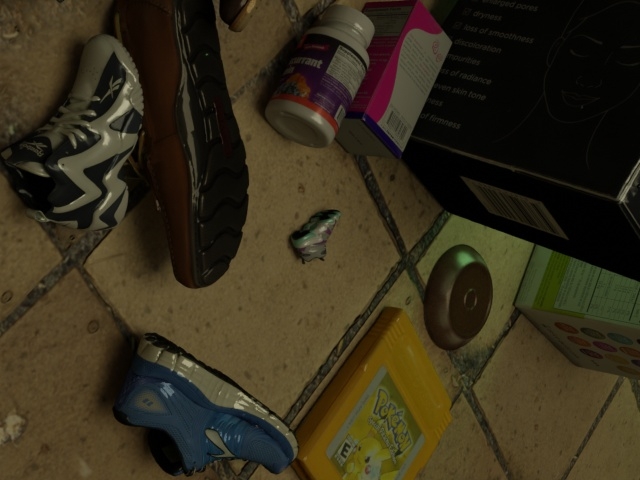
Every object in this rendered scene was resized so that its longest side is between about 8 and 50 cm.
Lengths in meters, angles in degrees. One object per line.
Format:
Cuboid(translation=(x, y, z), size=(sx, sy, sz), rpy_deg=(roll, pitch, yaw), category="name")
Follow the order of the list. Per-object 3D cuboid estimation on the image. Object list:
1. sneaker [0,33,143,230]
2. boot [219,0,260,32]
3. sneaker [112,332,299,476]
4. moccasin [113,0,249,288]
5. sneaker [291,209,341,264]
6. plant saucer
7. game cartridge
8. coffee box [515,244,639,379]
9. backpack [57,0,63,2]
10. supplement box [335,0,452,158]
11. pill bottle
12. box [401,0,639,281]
Cuboid(translation=(-0.296, -0.125, 1.214), size=(0.153, 0.094, 0.235), rpy_deg=(-7, 112, -56), category="sneaker")
Cuboid(translation=(-0.157, -0.380, 1.262), size=(0.207, 0.090, 0.248), rpy_deg=(20, 58, -22), category="boot")
Cuboid(translation=(-0.161, 0.254, 1.434), size=(0.330, 0.130, 0.147), rpy_deg=(40, 82, -40), category="sneaker")
Cuboid(translation=(-0.188, -0.125, 1.316), size=(0.139, 0.147, 0.380), rpy_deg=(-37, 120, -55), category="moccasin")
Cuboid(translation=(0.000, 0.000, 1.610), size=(0.098, 0.038, 0.069), rpy_deg=(-35, 124, -27), category="sneaker")
Cuboid(translation=(0.263, 0.107, 1.917), size=(0.198, 0.036, 0.199), rpy_deg=(-10, 103, -46), category="plant saucer")
Cuboid(translation=(0.097, 0.321, 1.762), size=(0.324, 0.052, 0.285), rpy_deg=(-51, 130, -28), category="game cartridge")
Cuboid(translation=(0.655, 0.076, 2.119), size=(0.337, 0.334, 0.338), rpy_deg=(38, 69, -45), category="coffee box")
Cuboid(translation=(-0.281, -0.342, 1.132), size=(0.117, 0.173, 0.158), rpy_deg=(35, 71, -45), category="backpack")
Cuboid(translation=(0.097, -0.250, 1.612), size=(0.111, 0.114, 0.220), rpy_deg=(42, 68, -42), category="supplement box")
Cuboid(translation=(0.006, -0.241, 1.516), size=(0.108, 0.108, 0.193), rpy_deg=(42, 66, -43), category="pill bottle")
Cuboid(translation=(0.433, -0.240, 1.655), size=(0.472, 0.480, 0.297), rpy_deg=(-57, 135, -9), category="box")
